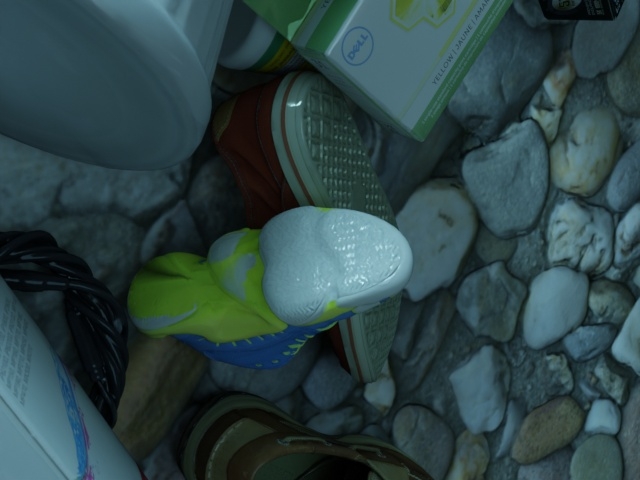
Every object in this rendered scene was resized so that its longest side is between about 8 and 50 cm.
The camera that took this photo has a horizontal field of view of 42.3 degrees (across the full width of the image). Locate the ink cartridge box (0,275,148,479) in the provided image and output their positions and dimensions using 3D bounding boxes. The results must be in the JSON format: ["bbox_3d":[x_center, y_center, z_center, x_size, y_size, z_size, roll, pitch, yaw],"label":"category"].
[{"bbox_3d":[-0.248,0.168,0.515,0.226,0.131,0.306,-27,116,-3],"label":"ink cartridge box"}]

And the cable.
[{"bbox_3d":[-0.218,0.081,0.616,0.184,0.047,0.150,49,67,-28],"label":"cable"}]

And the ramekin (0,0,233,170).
[{"bbox_3d":[-0.172,-0.161,0.465,0.273,0.273,0.127,35,68,-35],"label":"ramekin"}]

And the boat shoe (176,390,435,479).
[{"bbox_3d":[0.018,0.242,0.766,0.324,0.120,0.122,28,84,-36],"label":"boat shoe"}]

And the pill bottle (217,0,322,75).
[{"bbox_3d":[0.016,-0.187,0.673,0.208,0.117,0.118,-1,100,-35],"label":"pill bottle"}]

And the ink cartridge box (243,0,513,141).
[{"bbox_3d":[0.035,-0.201,0.571,0.235,0.056,0.171,34,88,-41],"label":"ink cartridge box"}]

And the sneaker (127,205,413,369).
[{"bbox_3d":[-0.026,0.044,0.649,0.126,0.240,0.091,46,44,-50],"label":"sneaker"}]

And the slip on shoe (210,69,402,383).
[{"bbox_3d":[0.000,0.000,0.722,0.123,0.101,0.331,-64,144,-38],"label":"slip on shoe"}]

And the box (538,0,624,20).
[{"bbox_3d":[0.256,-0.330,0.804,0.180,0.077,0.147,48,63,-47],"label":"box"}]
